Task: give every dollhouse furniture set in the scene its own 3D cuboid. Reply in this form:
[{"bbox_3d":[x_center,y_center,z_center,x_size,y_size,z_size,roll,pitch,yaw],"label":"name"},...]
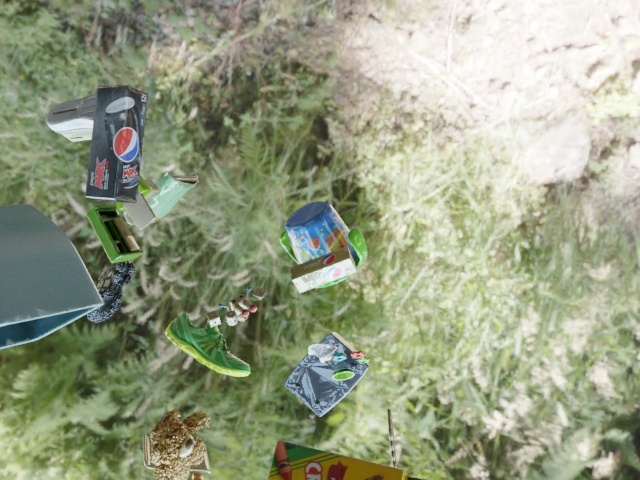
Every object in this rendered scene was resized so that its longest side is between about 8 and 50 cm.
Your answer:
[{"bbox_3d":[-0.439,-0.067,1.854,0.197,0.151,0.301,-35,172,20],"label":"dollhouse furniture set"}]

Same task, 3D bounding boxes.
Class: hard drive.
[{"bbox_3d":[0.020,0.406,2.108,0.172,0.254,0.054,41,-155,3],"label":"hard drive"}]

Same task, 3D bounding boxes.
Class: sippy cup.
[{"bbox_3d":[0.000,0.000,2.264,0.305,0.240,0.224,-21,115,15],"label":"sippy cup"}]

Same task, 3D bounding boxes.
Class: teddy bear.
[{"bbox_3d":[-0.414,0.639,2.067,0.113,0.245,0.338,31,134,22],"label":"teddy bear"}]

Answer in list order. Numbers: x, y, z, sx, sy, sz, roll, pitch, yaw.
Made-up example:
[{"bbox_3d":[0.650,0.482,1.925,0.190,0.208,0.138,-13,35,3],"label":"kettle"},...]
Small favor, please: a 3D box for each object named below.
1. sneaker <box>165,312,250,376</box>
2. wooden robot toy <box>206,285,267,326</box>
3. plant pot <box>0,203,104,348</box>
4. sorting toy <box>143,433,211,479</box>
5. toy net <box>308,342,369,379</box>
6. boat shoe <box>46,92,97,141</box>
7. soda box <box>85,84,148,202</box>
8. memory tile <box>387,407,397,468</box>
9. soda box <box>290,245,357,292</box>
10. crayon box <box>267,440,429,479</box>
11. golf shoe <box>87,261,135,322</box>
[{"bbox_3d":[-0.338,0.323,2.128,0.295,0.123,0.109,31,169,6],"label":"sneaker"},{"bbox_3d":[-0.209,0.192,1.794,0.076,0.173,0.079,36,145,37],"label":"wooden robot toy"},{"bbox_3d":[-0.630,0.068,1.354,0.248,0.252,0.247,-26,171,30],"label":"plant pot"},{"bbox_3d":[-0.486,0.751,2.325,0.229,0.041,0.307,13,-172,-17],"label":"sorting toy"},{"bbox_3d":[0.050,0.337,1.939,0.122,0.045,0.232,-19,148,21],"label":"toy net"},{"bbox_3d":[-0.561,-0.316,1.760,0.302,0.109,0.094,0,155,26],"label":"boat shoe"},{"bbox_3d":[-0.303,-0.142,1.023,0.060,0.169,0.053,5,179,24],"label":"soda box"},{"bbox_3d":[0.200,0.553,1.915,0.012,0.148,0.113,-6,-153,6],"label":"memory tile"},{"bbox_3d":[0.008,0.084,1.970,0.181,0.058,0.061,-21,128,8],"label":"soda box"},{"bbox_3d":[0.045,0.526,1.338,0.318,0.202,0.081,6,157,19],"label":"crayon box"},{"bbox_3d":[-0.605,0.141,1.967,0.077,0.198,0.094,41,165,-36],"label":"golf shoe"}]
